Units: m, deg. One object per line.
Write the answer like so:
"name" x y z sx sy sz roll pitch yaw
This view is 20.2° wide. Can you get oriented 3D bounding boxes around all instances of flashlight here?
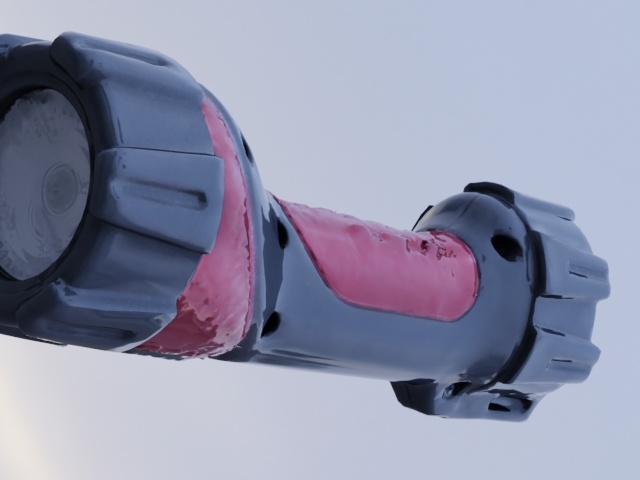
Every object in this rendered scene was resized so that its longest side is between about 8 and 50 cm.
"flashlight" 0.000 0.000 0.660 0.304 0.103 0.103 9 52 -49
